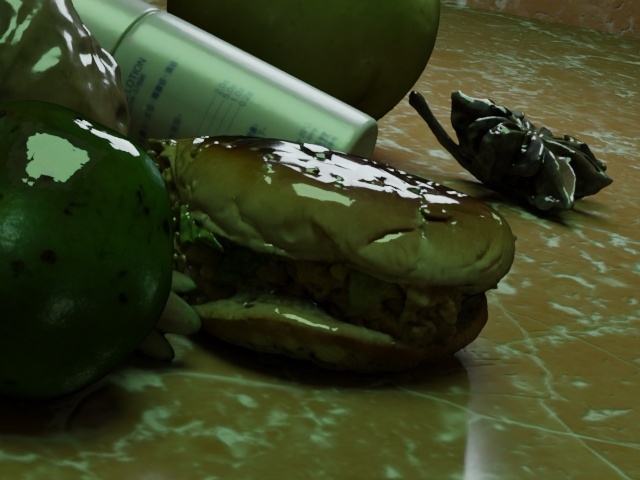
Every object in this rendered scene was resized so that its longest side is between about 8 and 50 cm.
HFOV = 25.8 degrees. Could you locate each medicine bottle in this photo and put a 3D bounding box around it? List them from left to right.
[{"bbox_3d":[-0.125,-0.125,1.243,0.341,0.130,0.130,27,20,10],"label":"medicine bottle"}]

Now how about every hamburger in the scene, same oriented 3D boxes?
[{"bbox_3d":[0.000,0.000,1.034,0.286,0.146,0.243,12,10,12],"label":"hamburger"}]

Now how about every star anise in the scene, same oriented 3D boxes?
[{"bbox_3d":[0.209,-0.097,1.536,0.231,0.089,0.209,30,13,35],"label":"star anise"}]

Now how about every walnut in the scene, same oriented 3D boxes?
[{"bbox_3d":[-0.269,-0.106,1.057,0.273,0.227,0.273,6,13,-1],"label":"walnut"}]

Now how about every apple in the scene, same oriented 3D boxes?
[{"bbox_3d":[-0.032,-0.232,1.521,0.295,0.258,0.233,33,33,-1],"label":"apple"}]

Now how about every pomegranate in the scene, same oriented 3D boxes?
[{"bbox_3d":[-0.160,0.015,0.863,0.187,0.187,0.225,23,-7,35],"label":"pomegranate"}]
